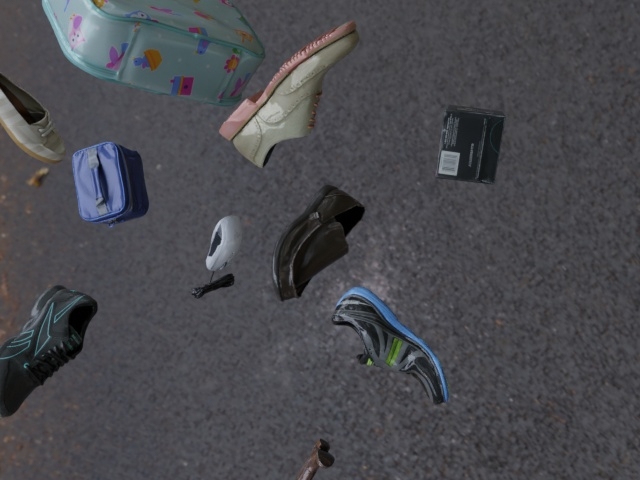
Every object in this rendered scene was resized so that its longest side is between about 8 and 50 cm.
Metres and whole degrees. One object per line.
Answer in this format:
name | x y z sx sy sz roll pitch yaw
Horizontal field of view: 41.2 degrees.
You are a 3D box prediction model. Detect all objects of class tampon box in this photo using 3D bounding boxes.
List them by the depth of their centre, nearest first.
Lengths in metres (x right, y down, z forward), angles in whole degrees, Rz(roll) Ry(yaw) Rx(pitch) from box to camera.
tampon box | 0.262 -0.170 1.493 0.101 0.161 0.120 8 102 9

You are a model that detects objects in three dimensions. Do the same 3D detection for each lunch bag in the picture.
lunch bag | -0.249 -0.063 0.998 0.067 0.065 0.098 -16 79 18
lunch bag | -0.225 -0.292 1.164 0.224 0.279 0.108 54 124 38

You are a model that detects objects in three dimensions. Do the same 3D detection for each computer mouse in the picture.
computer mouse | -0.203 0.036 1.770 0.042 0.106 0.193 40 126 32

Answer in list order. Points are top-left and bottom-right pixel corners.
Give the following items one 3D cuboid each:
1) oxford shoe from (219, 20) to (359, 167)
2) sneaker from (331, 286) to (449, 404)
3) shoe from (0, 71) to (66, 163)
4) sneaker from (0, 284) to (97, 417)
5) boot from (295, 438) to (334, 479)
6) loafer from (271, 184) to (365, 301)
oxford shoe | -0.042 -0.312 1.833 0.397 0.146 0.140 -38 7 33
sneaker | 0.089 0.144 1.095 0.188 0.067 0.078 43 77 12
shoe | -0.538 -0.225 1.548 0.058 0.219 0.077 -19 39 30
sneaker | -0.492 0.193 1.508 0.106 0.101 0.267 8 55 22
boot | -0.019 0.437 1.581 0.114 0.037 0.106 -58 4 8
loafer | 0.000 0.000 1.207 0.078 0.080 0.220 11 49 23
